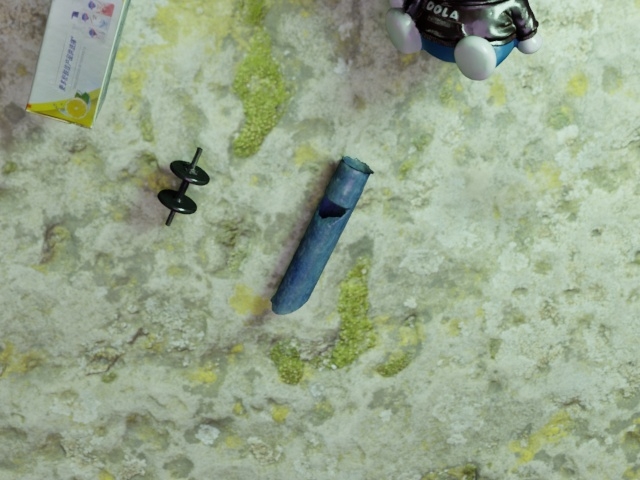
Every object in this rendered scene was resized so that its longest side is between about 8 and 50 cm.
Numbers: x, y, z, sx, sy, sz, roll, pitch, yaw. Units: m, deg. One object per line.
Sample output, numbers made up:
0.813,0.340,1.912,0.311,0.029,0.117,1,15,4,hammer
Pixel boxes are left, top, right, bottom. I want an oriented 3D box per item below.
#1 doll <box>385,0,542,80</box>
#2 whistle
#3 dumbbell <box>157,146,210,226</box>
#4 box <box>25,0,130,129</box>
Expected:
0.218,-0.416,1.343,0.284,0.240,0.309,19,137,24,doll
0.000,0.000,1.617,0.062,0.062,0.304,20,113,-17,whistle
-0.222,-0.086,1.539,0.069,0.069,0.147,21,113,-17,dumbbell
-0.332,-0.312,1.358,0.097,0.168,0.265,16,115,-12,box
